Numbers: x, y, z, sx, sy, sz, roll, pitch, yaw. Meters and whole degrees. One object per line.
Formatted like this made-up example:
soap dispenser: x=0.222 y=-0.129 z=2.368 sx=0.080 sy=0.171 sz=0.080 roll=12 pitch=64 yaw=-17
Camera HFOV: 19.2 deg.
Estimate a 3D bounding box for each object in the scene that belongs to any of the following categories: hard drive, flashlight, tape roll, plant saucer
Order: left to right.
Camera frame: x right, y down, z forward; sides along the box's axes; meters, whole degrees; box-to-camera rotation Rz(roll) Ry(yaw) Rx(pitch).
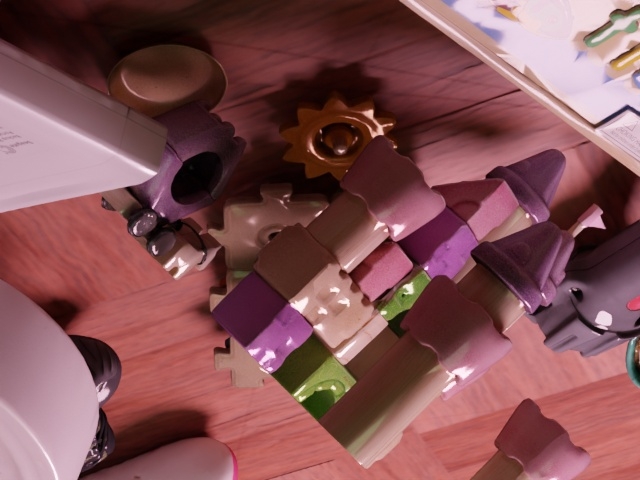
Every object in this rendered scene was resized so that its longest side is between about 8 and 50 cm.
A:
hard drive: x=-0.302 y=-0.109 z=1.181 sx=0.353 sy=0.047 sz=0.233 roll=26 pitch=157 yaw=-37
tape roll: x=-0.319 y=0.134 z=1.455 sx=0.286 sy=0.100 sz=0.286 roll=9 pitch=134 yaw=9
plant saucer: x=-0.106 y=-0.112 z=1.304 sx=0.083 sy=0.015 sz=0.083 roll=-4 pitch=143 yaw=-3
flashlight: x=0.281 y=0.008 z=1.424 sx=0.103 sy=0.103 sz=0.304 roll=-32 pitch=175 yaw=-36

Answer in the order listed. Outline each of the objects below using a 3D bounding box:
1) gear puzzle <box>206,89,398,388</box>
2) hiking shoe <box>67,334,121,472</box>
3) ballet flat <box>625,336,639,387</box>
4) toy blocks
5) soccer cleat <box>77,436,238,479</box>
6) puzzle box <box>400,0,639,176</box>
gear puzzle: x=0.000 y=0.000 z=1.456 sx=0.176 sy=0.044 sz=0.339 roll=-3 pitch=140 yaw=-3
hiking shoe: x=-0.217 y=0.145 z=1.593 sx=0.114 sy=0.086 sz=0.227 roll=3 pitch=149 yaw=-40
ballet flat: x=0.316 y=0.073 z=1.515 sx=0.087 sy=0.083 sz=0.247 roll=-32 pitch=171 yaw=-25
toy blocks: x=0.064 y=0.009 z=1.311 sx=0.260 sy=0.309 sz=0.288 roll=-45 pitch=147 yaw=-3
soccer cleat: x=-0.215 y=0.269 z=1.712 sx=0.143 sy=0.116 sz=0.331 roll=24 pitch=134 yaw=-35
puzzle box: x=0.209 y=-0.196 z=1.213 sx=0.272 sy=0.052 sz=0.409 roll=-33 pitch=136 yaw=30
